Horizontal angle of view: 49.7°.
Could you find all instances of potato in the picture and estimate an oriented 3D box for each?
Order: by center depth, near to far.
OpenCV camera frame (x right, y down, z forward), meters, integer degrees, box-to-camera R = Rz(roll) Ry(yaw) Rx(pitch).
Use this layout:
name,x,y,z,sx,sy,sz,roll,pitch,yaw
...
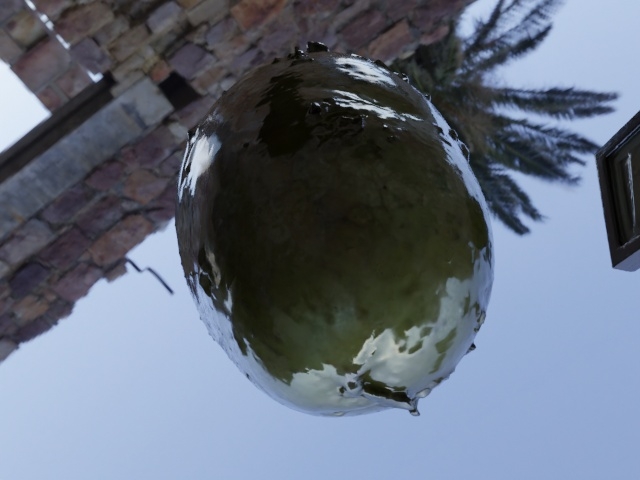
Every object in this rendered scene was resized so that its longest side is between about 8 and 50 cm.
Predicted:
name,x,y,z,sx,sy,sz,roll,pitch,yaw
potato,0.006,-0.017,0.526,0.359,0.219,0.270,-148,-111,-72

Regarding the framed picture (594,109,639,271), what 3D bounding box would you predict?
name,x,y,z,sx,sy,sz,roll,pitch,yaw
framed picture,0.294,-0.066,0.577,0.168,0.023,0.128,119,-22,-59
